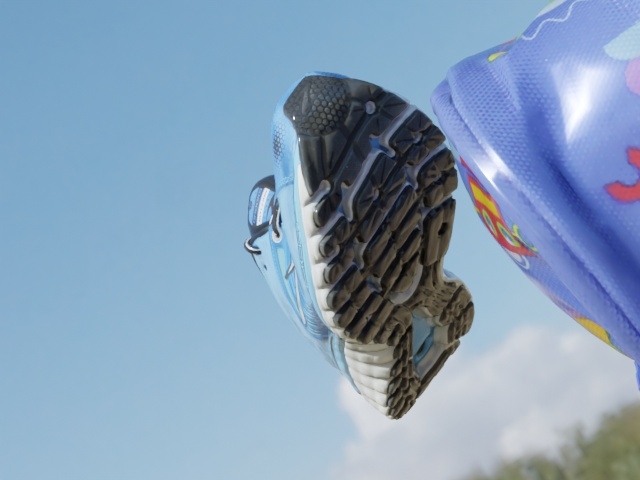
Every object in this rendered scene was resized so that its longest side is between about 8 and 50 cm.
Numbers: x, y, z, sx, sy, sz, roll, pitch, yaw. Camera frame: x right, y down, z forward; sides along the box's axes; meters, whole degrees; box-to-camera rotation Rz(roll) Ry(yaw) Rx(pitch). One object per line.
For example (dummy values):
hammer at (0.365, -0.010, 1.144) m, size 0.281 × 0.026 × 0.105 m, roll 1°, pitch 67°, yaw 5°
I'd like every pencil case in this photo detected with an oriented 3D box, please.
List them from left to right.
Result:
pencil case at (0.182, -0.071, 0.511) m, size 0.306 × 0.133 × 0.119 m, roll -34°, pitch 1°, yaw 11°

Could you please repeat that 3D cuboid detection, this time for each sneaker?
sneaker at (0.000, 0.000, 0.629) m, size 0.063 × 0.073 × 0.162 m, roll -50°, pitch -25°, yaw -21°
